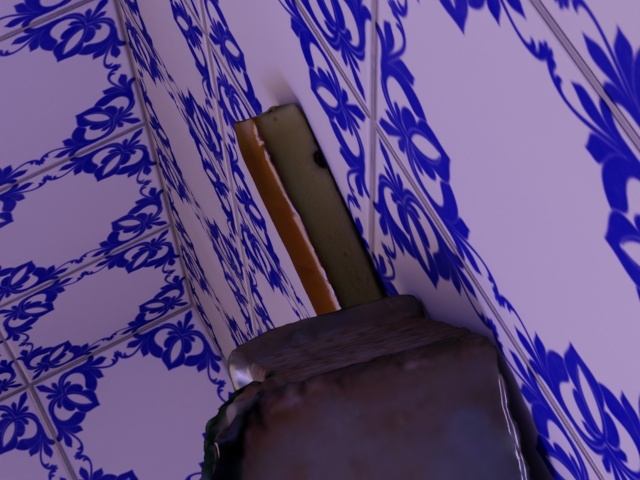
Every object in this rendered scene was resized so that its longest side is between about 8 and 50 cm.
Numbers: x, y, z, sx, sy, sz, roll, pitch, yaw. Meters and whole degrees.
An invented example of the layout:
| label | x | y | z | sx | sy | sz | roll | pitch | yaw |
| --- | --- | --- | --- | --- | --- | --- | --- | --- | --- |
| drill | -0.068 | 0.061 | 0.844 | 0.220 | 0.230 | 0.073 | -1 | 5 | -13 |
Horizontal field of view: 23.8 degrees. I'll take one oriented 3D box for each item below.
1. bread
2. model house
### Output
| label | x | y | z | sx | sy | sz | roll | pitch | yaw |
| --- | --- | --- | --- | --- | --- | --- | --- | --- | --- |
| bread | -0.001 | 0.000 | 1.935 | 0.361 | 0.077 | 0.138 | 65 | 168 | -7 |
| model house | 0.037 | 0.315 | 1.696 | 0.400 | 0.395 | 0.445 | -157 | 51 | -77 |
